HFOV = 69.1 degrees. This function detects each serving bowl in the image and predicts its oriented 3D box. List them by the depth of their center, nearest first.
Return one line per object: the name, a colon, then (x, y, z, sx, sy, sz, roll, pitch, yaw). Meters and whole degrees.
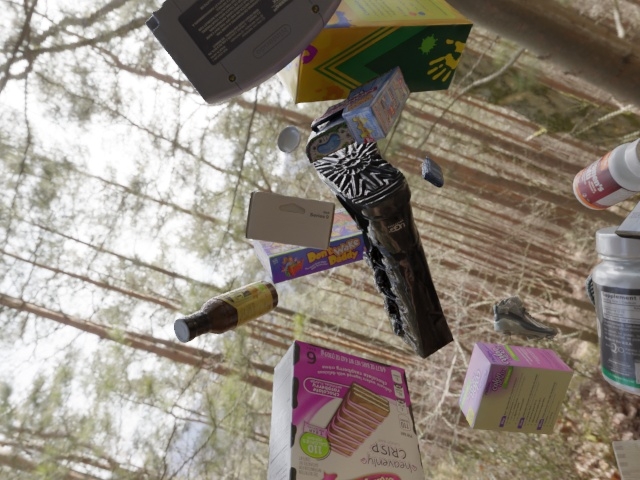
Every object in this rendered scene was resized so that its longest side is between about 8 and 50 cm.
serving bowl: (-0.088, -0.296, 1.379, 0.027, 0.083, 0.083, 17, -85, -56)

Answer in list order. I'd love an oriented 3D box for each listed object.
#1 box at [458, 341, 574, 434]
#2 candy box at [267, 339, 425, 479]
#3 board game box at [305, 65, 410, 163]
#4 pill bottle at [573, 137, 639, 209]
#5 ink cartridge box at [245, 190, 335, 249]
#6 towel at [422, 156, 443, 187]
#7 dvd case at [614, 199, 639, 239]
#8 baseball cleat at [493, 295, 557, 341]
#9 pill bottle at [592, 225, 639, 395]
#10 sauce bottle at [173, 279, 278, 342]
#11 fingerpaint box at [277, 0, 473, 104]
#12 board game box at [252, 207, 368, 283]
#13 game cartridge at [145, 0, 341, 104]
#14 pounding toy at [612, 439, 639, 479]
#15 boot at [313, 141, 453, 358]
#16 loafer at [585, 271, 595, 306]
box: (0.551, 0.423, 1.332, 0.117, 0.242, 0.214, -103, 20, -71)
candy box: (0.028, 0.236, 0.506, 0.233, 0.159, 0.071, -92, 26, -49)
board game box: (0.059, -0.213, 0.808, 0.194, 0.060, 0.194, -22, 25, 20)
pill bottle: (0.739, -0.164, 1.140, 0.221, 0.121, 0.121, 107, -177, -74)
ink cartridge box: (-0.064, -0.040, 0.917, 0.212, 0.154, 0.093, -170, 87, -83)
towel: (0.326, -0.196, 1.341, 0.029, 0.067, 0.119, -54, 10, 30)
dvd case: (0.639, -0.111, 0.835, 0.253, 0.022, 0.180, -58, -15, 12)
baseball cleat: (0.523, 0.198, 1.181, 0.072, 0.205, 0.110, -27, 56, 54)
pill bottle: (0.746, 0.150, 1.065, 0.204, 0.204, 0.361, -146, 48, -83)
sauce bottle: (-0.269, 0.209, 1.370, 0.344, 0.111, 0.111, -18, -40, -54)
fingerpaint box: (0.047, -0.503, 1.043, 0.163, 0.371, 0.445, 102, 149, -47)
board game box: (0.000, 0.000, 1.310, 0.233, 0.347, 0.078, -137, 36, -63)
game cartridge: (-0.118, -0.375, 0.772, 0.297, 0.198, 0.062, -37, 7, 6)
pounding toy: (0.411, 0.301, 0.545, 0.130, 0.141, 0.100, -15, 24, 26)
boot: (0.147, 0.004, 1.069, 0.146, 0.445, 0.367, -25, 35, 4)
loafer: (0.856, 0.192, 1.308, 0.087, 0.251, 0.094, -8, -32, -46)
